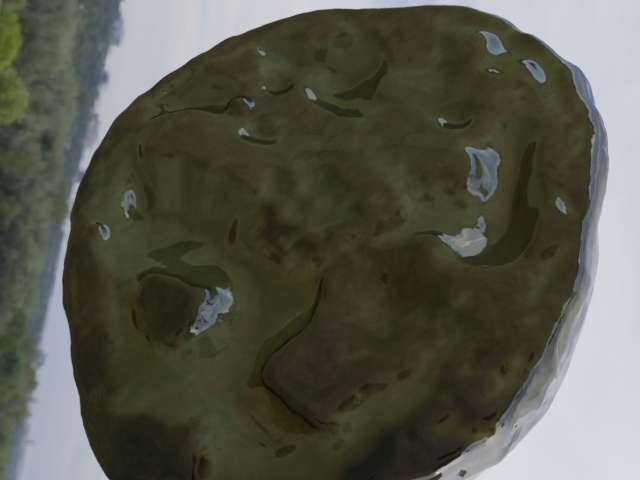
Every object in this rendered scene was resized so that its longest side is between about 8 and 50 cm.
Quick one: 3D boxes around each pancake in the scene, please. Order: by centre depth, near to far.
[{"bbox_3d":[0.000,0.000,0.462,0.049,0.294,0.294,57,22,-48],"label":"pancake"}]
